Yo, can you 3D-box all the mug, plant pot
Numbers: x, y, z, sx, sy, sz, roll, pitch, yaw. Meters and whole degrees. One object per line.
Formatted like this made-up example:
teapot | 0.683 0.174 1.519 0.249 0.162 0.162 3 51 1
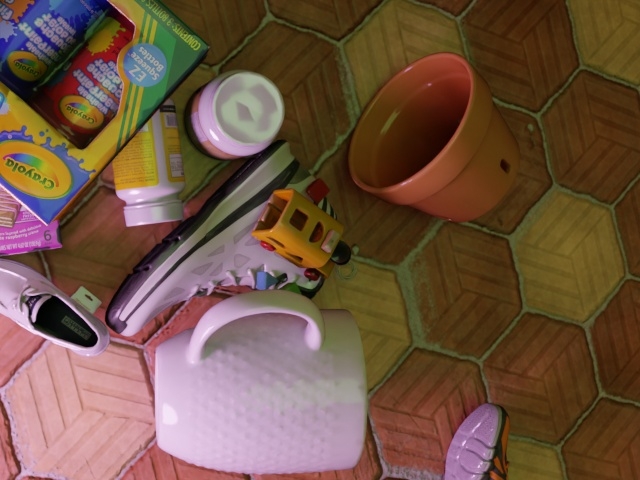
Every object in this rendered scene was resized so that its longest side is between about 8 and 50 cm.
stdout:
mug | -0.105 0.221 1.652 0.328 0.276 0.374 -1 134 -11
plant pot | 0.222 -0.165 1.809 0.203 0.291 0.290 34 79 -34

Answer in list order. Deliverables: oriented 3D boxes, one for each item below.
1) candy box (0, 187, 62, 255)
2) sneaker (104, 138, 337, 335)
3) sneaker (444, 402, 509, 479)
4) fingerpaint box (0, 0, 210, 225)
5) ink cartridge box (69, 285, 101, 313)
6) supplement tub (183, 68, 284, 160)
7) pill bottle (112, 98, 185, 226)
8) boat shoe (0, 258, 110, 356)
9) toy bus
candy box | -0.522 -0.092 1.646 0.159 0.071 0.233 -9 93 -18
sneaker | -0.140 0.056 1.726 0.447 0.169 0.257 -44 102 -16
sneaker | 0.336 0.477 1.931 0.180 0.124 0.321 15 96 -22
fingerpaint box | -0.456 -0.305 1.519 0.445 0.163 0.371 43 87 -10
ink cartridge box | -0.419 0.123 1.705 0.048 0.028 0.083 42 79 -14
supplement tub | -0.147 -0.213 1.705 0.144 0.200 0.144 0 90 -19
pill bottle | -0.295 -0.133 1.699 0.119 0.119 0.208 -7 93 -19
boat shoe | -0.461 0.104 1.639 0.258 0.084 0.095 27 79 -2
toy bus | -0.011 -0.002 1.675 0.202 0.104 0.190 -17 98 -30
